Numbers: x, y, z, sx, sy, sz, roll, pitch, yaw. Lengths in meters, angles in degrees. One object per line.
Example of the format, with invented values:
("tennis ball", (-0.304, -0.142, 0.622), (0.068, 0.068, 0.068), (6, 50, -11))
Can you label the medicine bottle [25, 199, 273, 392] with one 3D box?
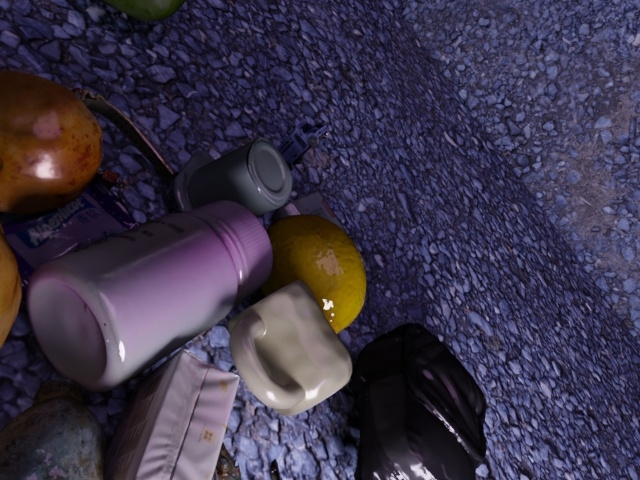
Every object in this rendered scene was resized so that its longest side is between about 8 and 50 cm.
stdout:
("medicine bottle", (-0.268, 0.072, 1.019), (0.219, 0.219, 0.388), (55, 38, 1))

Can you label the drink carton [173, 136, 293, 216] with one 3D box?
("drink carton", (-0.172, -0.107, 1.264), (0.185, 0.189, 0.191), (59, 33, -26))

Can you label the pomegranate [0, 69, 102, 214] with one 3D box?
("pomegranate", (-0.482, -0.160, 0.967), (0.248, 0.248, 0.248), (27, 45, -31))

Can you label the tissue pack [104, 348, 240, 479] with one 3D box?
("tissue pack", (-0.237, 0.309, 0.900), (0.124, 0.185, 0.225), (33, 42, -21))

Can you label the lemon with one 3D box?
("lemon", (-0.021, 0.071, 1.278), (0.236, 0.236, 0.263), (-23, 97, -52))

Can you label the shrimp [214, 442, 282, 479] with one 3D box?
("shrimp", (-0.116, 0.443, 1.044), (0.150, 0.051, 0.217), (-18, 84, -55))

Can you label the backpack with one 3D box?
("backpack", (0.193, 0.407, 1.235), (0.363, 0.255, 0.446), (48, 24, -10))

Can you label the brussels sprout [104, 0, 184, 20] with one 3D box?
("brussels sprout", (-0.429, -0.691, 1.401), (0.314, 0.276, 0.371), (2, 53, -31))

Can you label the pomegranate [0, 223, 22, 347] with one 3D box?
("pomegranate", (-0.539, 0.045, 0.700), (0.338, 0.338, 0.338), (27, 45, -31))

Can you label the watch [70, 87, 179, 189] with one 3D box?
("watch", (-0.415, -0.175, 1.172), (0.268, 0.102, 0.165), (47, 44, -24))

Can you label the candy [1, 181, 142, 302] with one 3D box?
("candy", (-0.434, -0.006, 1.028), (0.145, 0.070, 0.275), (48, 42, 3))

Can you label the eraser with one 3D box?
("eraser", (0.000, 0.000, 1.474), (0.174, 0.081, 0.227), (-30, 86, -49))

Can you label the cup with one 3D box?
("cup", (-0.051, 0.191, 1.048), (0.202, 0.173, 0.255), (59, -6, 6))

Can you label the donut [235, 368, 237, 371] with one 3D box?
("donut", (-0.089, 0.249, 1.201), (0.166, 0.065, 0.117), (47, 40, -12))

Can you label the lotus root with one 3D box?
("lotus root", (-0.369, 0.331, 0.760), (0.175, 0.175, 0.350), (33, 42, -25))

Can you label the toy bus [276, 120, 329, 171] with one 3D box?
("toy bus", (-0.054, -0.248, 1.534), (0.076, 0.167, 0.073), (48, 37, -3))
